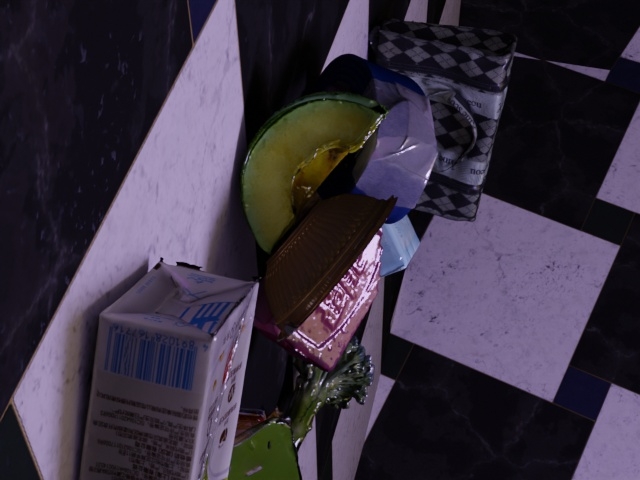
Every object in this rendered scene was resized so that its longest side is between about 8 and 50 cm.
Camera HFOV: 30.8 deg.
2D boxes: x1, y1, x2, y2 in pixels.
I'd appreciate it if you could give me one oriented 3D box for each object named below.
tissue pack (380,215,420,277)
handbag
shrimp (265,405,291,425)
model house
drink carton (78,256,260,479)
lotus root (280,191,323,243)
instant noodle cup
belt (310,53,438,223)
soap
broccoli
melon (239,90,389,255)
[{"bbox_3d":[0.095,-0.074,2.258,0.263,0.089,0.177,65,20,-11],"label":"tissue pack"},{"bbox_3d":[0.237,-0.276,2.564,0.180,0.316,0.416,-64,166,-59],"label":"handbag"},{"bbox_3d":[-0.110,0.380,2.027,0.296,0.058,0.169,-2,112,-78],"label":"shrimp"},{"bbox_3d":[-0.145,0.360,1.662,0.207,0.154,0.294,-24,128,-23],"label":"model house"},{"bbox_3d":[-0.171,0.202,1.276,0.194,0.132,0.325,-50,151,-71],"label":"drink carton"},{"bbox_3d":[0.000,0.000,2.017,0.260,0.128,0.145,-60,168,-58],"label":"lotus root"},{"bbox_3d":[-0.007,0.016,1.663,0.274,0.090,0.274,-50,-176,5],"label":"instant noodle cup"},{"bbox_3d":[0.075,-0.171,1.874,0.212,0.117,0.347,-59,-155,23],"label":"belt"},{"bbox_3d":[0.001,0.063,1.864,0.162,0.099,0.250,37,77,-36],"label":"soap"},{"bbox_3d":[-0.003,0.275,2.242,0.275,0.177,0.199,-45,151,-53],"label":"broccoli"},{"bbox_3d":[-0.037,-0.120,1.688,0.265,0.129,0.169,-52,-176,0],"label":"melon"}]
